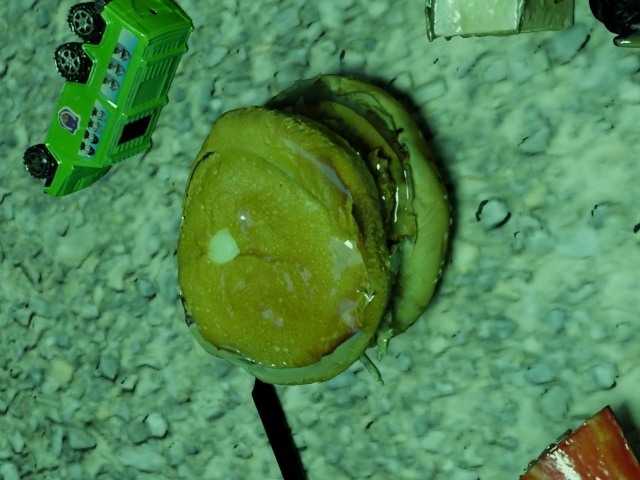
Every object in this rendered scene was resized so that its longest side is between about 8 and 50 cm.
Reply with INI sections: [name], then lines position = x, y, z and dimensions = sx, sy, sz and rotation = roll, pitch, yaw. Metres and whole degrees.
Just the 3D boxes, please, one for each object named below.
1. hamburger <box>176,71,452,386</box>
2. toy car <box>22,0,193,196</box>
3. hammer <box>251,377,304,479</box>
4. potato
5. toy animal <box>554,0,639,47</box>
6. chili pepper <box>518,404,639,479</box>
[hamburger]
position = 0.000, 0.000, 0.897
dimensions = 0.177, 0.113, 0.185
rotation = -34, 82, 37
[toy car]
position = -0.145, -0.097, 1.041
dimensions = 0.062, 0.071, 0.165
rotation = 36, 123, 17
[hammer]
position = -0.017, 0.170, 1.003
dimensions = 0.065, 0.021, 0.178
rotation = -32, 76, 45
[potato]
position = 0.093, -0.164, 0.784
dimensions = 0.061, 0.086, 0.122
rotation = 7, 103, 30
[toy animal]
position = 0.147, -0.123, 0.716
dimensions = 0.108, 0.062, 0.220
rotation = -119, 4, -56
[chili pepper]
position = 0.176, 0.173, 0.791
dimensions = 0.169, 0.065, 0.088
rotation = 50, 145, 19
